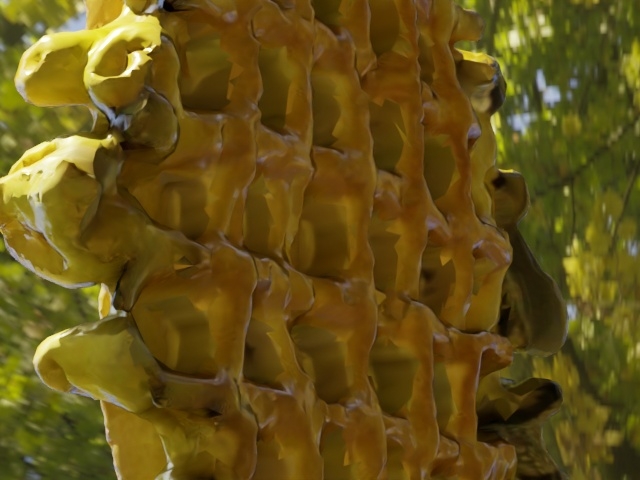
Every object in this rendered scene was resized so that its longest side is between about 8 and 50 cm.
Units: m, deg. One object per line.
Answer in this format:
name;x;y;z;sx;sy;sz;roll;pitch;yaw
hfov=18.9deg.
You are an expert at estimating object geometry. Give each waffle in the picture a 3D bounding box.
waffle;0.005;0.008;0.638;0.062;0.329;0.329;-9;-104;26
